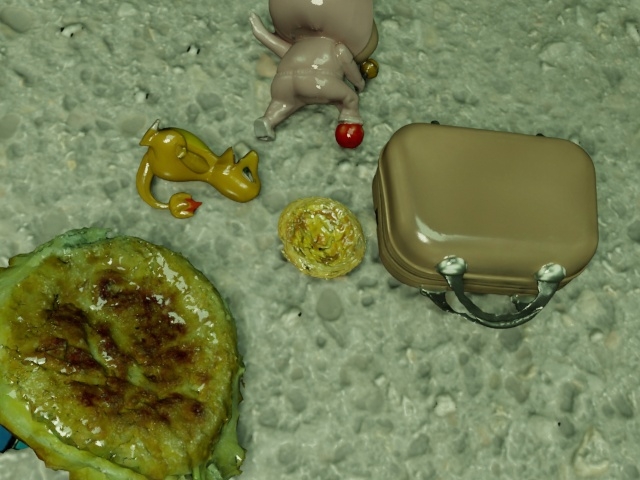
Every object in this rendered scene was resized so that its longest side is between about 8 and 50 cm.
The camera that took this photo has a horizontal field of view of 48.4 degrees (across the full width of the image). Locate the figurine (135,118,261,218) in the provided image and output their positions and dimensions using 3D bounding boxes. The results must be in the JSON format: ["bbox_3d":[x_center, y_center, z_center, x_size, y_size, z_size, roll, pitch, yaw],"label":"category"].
[{"bbox_3d":[-0.169,-0.086,0.977,0.176,0.121,0.122,18,93,-12],"label":"figurine"}]

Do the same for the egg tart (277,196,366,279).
[{"bbox_3d":[0.000,0.000,0.983,0.128,0.049,0.129,6,62,-12],"label":"egg tart"}]

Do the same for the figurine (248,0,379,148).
[{"bbox_3d":[-0.001,-0.279,1.068,0.186,0.176,0.288,14,77,-49],"label":"figurine"}]

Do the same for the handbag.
[{"bbox_3d":[0.224,-0.012,0.975,0.301,0.149,0.283,5,63,-10],"label":"handbag"}]

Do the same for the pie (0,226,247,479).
[{"bbox_3d":[-0.218,0.132,0.792,0.354,0.103,0.288,32,38,-18],"label":"pie"}]

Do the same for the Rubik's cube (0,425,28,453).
[{"bbox_3d":[-0.413,0.125,0.843,0.249,0.284,0.234,9,40,-33],"label":"Rubik's cube"}]
